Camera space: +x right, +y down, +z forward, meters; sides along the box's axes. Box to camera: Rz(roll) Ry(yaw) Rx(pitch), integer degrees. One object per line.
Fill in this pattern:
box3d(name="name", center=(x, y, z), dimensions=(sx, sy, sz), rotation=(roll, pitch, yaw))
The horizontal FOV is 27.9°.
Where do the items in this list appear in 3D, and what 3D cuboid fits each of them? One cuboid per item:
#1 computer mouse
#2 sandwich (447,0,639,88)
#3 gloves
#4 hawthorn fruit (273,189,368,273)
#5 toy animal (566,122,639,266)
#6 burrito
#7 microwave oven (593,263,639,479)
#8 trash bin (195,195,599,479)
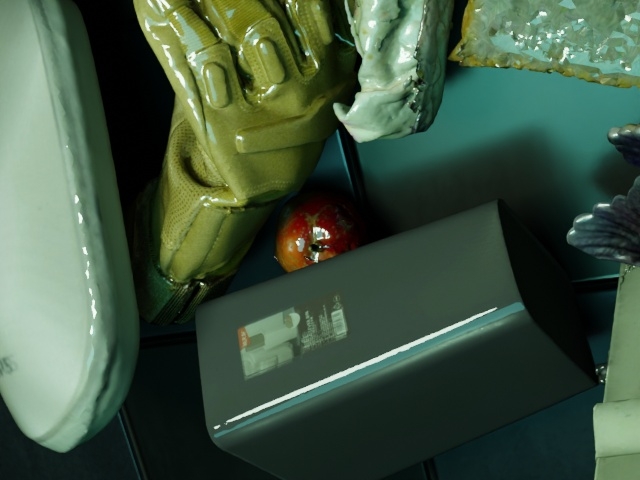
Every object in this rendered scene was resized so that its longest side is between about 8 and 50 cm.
box3d(name="computer mouse", center=(-0.202, -0.017, 0.898), dimensions=(0.197, 0.095, 0.331), rotation=(-27, 72, 58))
box3d(name="sandwich", center=(0.250, -0.194, 0.744), dimensions=(0.301, 0.099, 0.271), rotation=(17, 125, 11))
box3d(name="gloves", center=(-0.057, -0.091, 0.867), dimensions=(0.141, 0.154, 0.331), rotation=(37, 124, 19))
box3d(name="hawthorn fruit", center=(0.001, -0.001, 0.925), dimensions=(0.077, 0.077, 0.077), rotation=(6, 112, 15))
box3d(name="toy animal", center=(0.242, -0.049, 0.688), dimensions=(0.197, 0.272, 0.160), rotation=(18, 91, 15))
box3d(name="burrito", center=(0.055, -0.214, 0.800), dimensions=(0.066, 0.096, 0.309), rotation=(10, 105, 25))
box3d(name="microwave oven", center=(0.272, 0.168, 0.744), dimensions=(0.218, 0.355, 0.286), rotation=(-9, 109, 19))
box3d(name="trash bin", center=(0.056, 0.079, 0.885), dimensions=(0.225, 0.115, 0.165), rotation=(-23, 144, 21))
